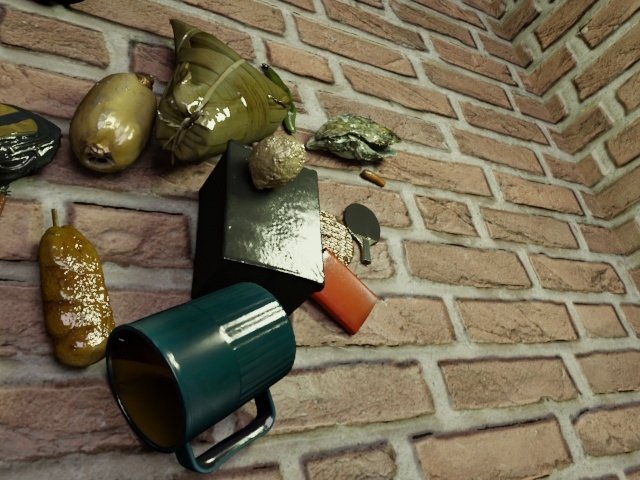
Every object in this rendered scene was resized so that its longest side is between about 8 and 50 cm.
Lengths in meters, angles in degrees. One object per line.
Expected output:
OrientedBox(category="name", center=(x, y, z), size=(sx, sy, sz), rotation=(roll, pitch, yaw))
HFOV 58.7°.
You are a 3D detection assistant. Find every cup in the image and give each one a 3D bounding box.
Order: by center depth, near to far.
OrientedBox(category="cup", center=(-0.203, 0.251, 1.099), size=(0.292, 0.242, 0.307), rotation=(-23, 72, -47))

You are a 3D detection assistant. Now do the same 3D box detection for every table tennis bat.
OrientedBox(category="table tennis bat", center=(0.128, -0.023, 1.706), size=(0.130, 0.019, 0.220), rotation=(17, 49, -25))

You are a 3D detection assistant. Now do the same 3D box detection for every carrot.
OrientedBox(category="carrot", center=(0.175, -0.206, 1.868), size=(0.093, 0.032, 0.032), rotation=(27, 47, -22))

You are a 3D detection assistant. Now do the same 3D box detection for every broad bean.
OrientedBox(category="broad bean", center=(-0.120, -0.461, 1.826), size=(0.060, 0.043, 0.297), rotation=(-7, 63, -27))

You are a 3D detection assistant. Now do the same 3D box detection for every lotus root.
OrientedBox(category="lotus root", center=(-0.484, -0.299, 1.363), size=(0.169, 0.152, 0.342), rotation=(43, 35, -31))

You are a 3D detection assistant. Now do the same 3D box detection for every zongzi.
OrientedBox(category="zongzi", center=(-0.378, -0.402, 1.465), size=(0.467, 0.218, 0.500), rotation=(39, 33, 8))

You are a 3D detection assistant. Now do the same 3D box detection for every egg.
OrientedBox(category="egg", center=(-0.099, -0.179, 1.286), size=(0.140, 0.116, 0.118), rotation=(-27, 99, -18))

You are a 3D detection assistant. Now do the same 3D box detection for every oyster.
OrientedBox(category="oyster", center=(0.109, -0.330, 1.846), size=(0.351, 0.158, 0.162), rotation=(-9, 23, -32))

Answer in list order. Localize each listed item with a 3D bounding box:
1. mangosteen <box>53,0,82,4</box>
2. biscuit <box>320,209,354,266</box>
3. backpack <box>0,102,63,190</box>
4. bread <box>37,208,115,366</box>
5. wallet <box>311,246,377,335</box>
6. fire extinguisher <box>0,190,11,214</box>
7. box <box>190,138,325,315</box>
OrientedBox(category="mangosteen", center=(-0.687, -0.726, 1.499), size=(0.210, 0.210, 0.209), rotation=(20, 49, -25))
OrientedBox(category="biscuit", center=(0.000, 0.000, 1.579), size=(0.212, 0.036, 0.212), rotation=(18, 51, -23))
OrientedBox(category="backpack", center=(-0.658, -0.207, 1.181), size=(0.206, 0.133, 0.258), rotation=(35, 36, 7))
OrientedBox(category="bread", center=(-0.492, 0.088, 1.117), size=(0.124, 0.084, 0.343), rotation=(10, 51, -54))
OrientedBox(category="wallet", center=(0.048, 0.132, 1.490), size=(0.204, 0.045, 0.142), rotation=(44, 54, -13))
OrientedBox(category="fire extinguisher", center=(-0.651, -0.069, 1.154), size=(0.028, 0.022, 0.083), rotation=(6, 54, -11))
OrientedBox(category="box", center=(-0.150, -0.020, 1.361), size=(0.251, 0.204, 0.345), rotation=(17, 51, -26))
